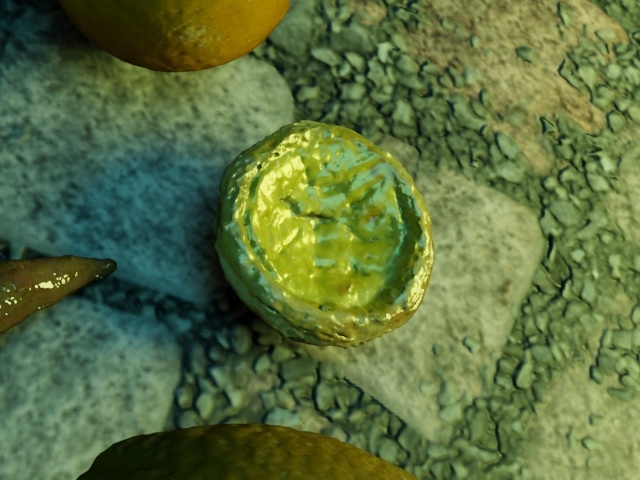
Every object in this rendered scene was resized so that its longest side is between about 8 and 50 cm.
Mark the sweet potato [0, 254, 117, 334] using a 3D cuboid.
[{"bbox_3d":[-0.233,0.045,0.903,0.226,0.068,0.068,-5,71,-41],"label":"sweet potato"}]

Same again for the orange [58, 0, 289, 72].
[{"bbox_3d":[-0.112,-0.233,0.978,0.193,0.219,0.219,6,67,-32],"label":"orange"}]

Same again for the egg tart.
[{"bbox_3d":[0.000,0.000,1.020,0.191,0.074,0.191,10,65,-22],"label":"egg tart"}]

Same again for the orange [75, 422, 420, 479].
[{"bbox_3d":[-0.027,0.275,0.760,0.357,0.322,0.322,43,58,6],"label":"orange"}]
